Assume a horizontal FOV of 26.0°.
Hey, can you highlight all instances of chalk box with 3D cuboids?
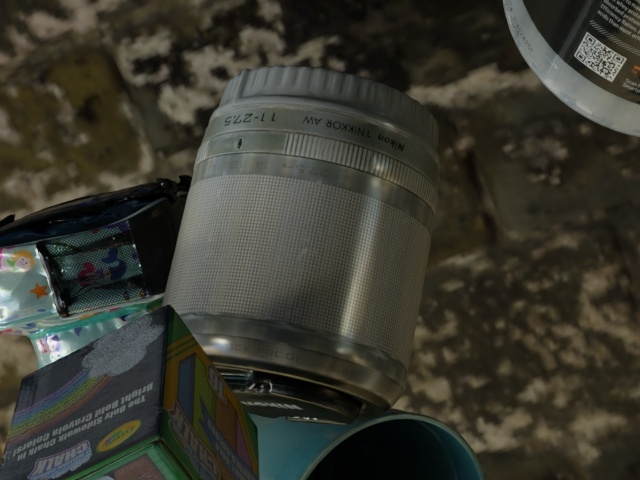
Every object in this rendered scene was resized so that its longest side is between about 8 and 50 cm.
[{"bbox_3d":[-0.124,0.169,0.913,0.132,0.132,0.213,-26,27,11],"label":"chalk box"}]

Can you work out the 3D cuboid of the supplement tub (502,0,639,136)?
[{"bbox_3d":[0.218,-0.200,0.718,0.193,0.193,0.316,-28,-16,-16],"label":"supplement tub"}]

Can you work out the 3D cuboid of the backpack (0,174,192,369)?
[{"bbox_3d":[-0.252,0.039,1.489,0.253,0.191,0.225,-8,6,8],"label":"backpack"}]

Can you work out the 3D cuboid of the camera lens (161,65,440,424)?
[{"bbox_3d":[-0.016,0.012,1.215,0.219,0.219,0.274,-4,68,43],"label":"camera lens"}]

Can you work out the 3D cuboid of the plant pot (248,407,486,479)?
[{"bbox_3d":[0.008,0.297,1.577,0.271,0.272,0.255,-31,23,-23],"label":"plant pot"}]
